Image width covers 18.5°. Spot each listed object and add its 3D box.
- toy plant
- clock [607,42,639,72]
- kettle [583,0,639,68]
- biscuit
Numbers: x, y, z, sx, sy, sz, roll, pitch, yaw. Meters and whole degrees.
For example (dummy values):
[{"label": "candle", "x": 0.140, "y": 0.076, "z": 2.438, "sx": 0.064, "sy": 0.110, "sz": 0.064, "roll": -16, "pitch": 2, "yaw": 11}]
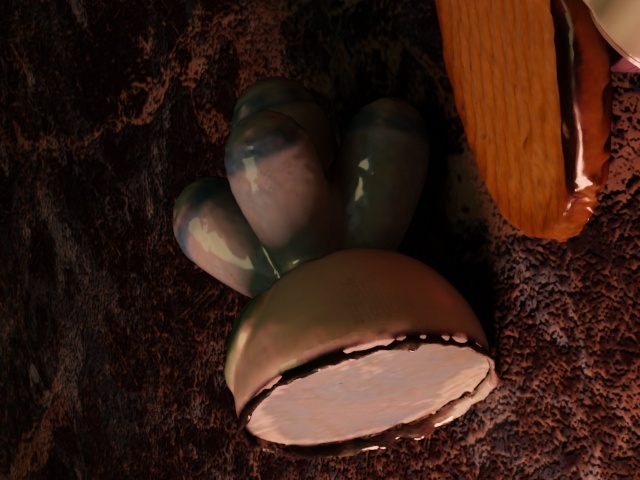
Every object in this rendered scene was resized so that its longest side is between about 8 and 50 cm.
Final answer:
[{"label": "toy plant", "x": 0.000, "y": 0.000, "z": 1.699, "sx": 0.247, "sy": 0.247, "sz": 0.332, "roll": -53, "pitch": 47, "yaw": 53}, {"label": "clock", "x": 0.230, "y": -0.175, "z": 1.377, "sx": 0.110, "sy": 0.050, "sz": 0.153, "roll": 62, "pitch": 147, "yaw": 28}, {"label": "kettle", "x": 0.258, "y": -0.178, "z": 1.264, "sx": 0.148, "sy": 0.126, "sz": 0.098, "roll": -53, "pitch": 39, "yaw": 33}, {"label": "biscuit", "x": 0.146, "y": -0.155, "z": 1.467, "sx": 0.318, "sy": 0.040, "sz": 0.318, "roll": 168, "pitch": 90, "yaw": -78}]
